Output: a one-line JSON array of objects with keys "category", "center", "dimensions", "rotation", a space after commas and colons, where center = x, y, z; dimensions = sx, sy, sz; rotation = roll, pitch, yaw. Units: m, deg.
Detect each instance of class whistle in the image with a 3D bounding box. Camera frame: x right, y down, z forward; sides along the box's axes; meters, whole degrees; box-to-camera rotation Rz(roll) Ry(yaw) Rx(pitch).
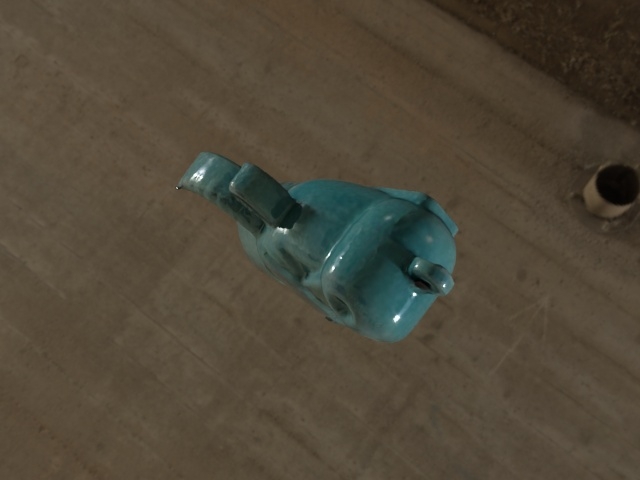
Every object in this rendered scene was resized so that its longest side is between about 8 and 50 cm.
[{"category": "whistle", "center": [0.000, 0.000, 0.453], "dimensions": [0.186, 0.093, 0.274], "rotation": [44, 167, -27]}]
